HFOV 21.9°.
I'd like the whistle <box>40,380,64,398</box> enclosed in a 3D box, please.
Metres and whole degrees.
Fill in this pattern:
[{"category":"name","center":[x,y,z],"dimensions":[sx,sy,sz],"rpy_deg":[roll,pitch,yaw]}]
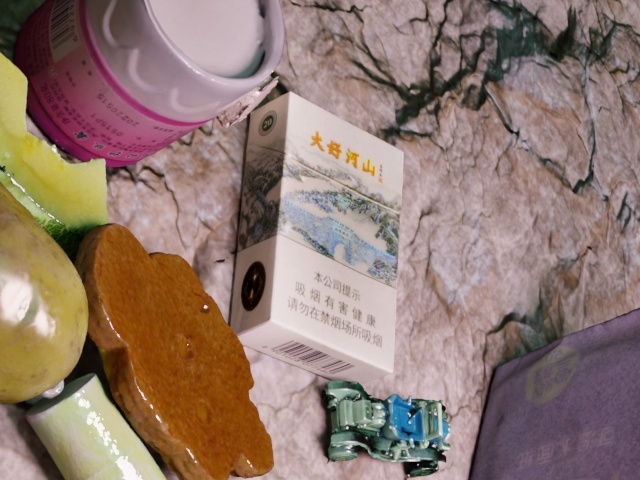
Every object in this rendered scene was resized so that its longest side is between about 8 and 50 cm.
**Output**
[{"category":"whistle","center":[-0.294,0.025,1.361],"dimensions":[0.126,0.067,0.258],"rpy_deg":[-39,97,-34]}]

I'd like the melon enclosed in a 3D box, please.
[{"category":"melon","center":[-0.264,-0.074,1.439],"dimensions":[0.209,0.064,0.118],"rpy_deg":[45,42,-25]}]

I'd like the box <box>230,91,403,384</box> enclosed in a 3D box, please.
[{"category":"box","center":[0.000,0.000,1.660],"dimensions":[0.164,0.069,0.256],"rpy_deg":[25,56,-36]}]

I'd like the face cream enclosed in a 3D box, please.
[{"category":"face cream","center":[-0.154,-0.177,1.491],"dimensions":[0.175,0.195,0.175],"rpy_deg":[19,60,-37]}]

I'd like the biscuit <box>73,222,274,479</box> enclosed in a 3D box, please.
[{"category":"biscuit","center":[-0.130,0.109,1.469],"dimensions":[0.290,0.041,0.208],"rpy_deg":[55,25,-27]}]

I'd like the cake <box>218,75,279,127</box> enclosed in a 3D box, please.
[{"category":"cake","center":[-0.109,-0.174,1.660],"dimensions":[0.121,0.065,0.052],"rpy_deg":[42,43,7]}]

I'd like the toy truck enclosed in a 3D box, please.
[{"category":"toy truck","center":[0.074,0.183,1.647],"dimensions":[0.154,0.078,0.080],"rpy_deg":[17,60,-39]}]

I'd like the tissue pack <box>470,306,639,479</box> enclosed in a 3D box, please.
[{"category":"tissue pack","center":[0.274,0.271,1.654],"dimensions":[0.124,0.288,0.394],"rpy_deg":[35,51,-26]}]

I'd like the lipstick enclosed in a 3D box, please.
[{"category":"lipstick","center":[-0.139,0.255,1.405],"dimensions":[0.076,0.076,0.304],"rpy_deg":[-40,102,-46]}]

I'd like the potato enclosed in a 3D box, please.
[{"category":"potato","center":[-0.292,0.008,1.270],"dimensions":[0.160,0.111,0.272],"rpy_deg":[-42,91,-17]}]
